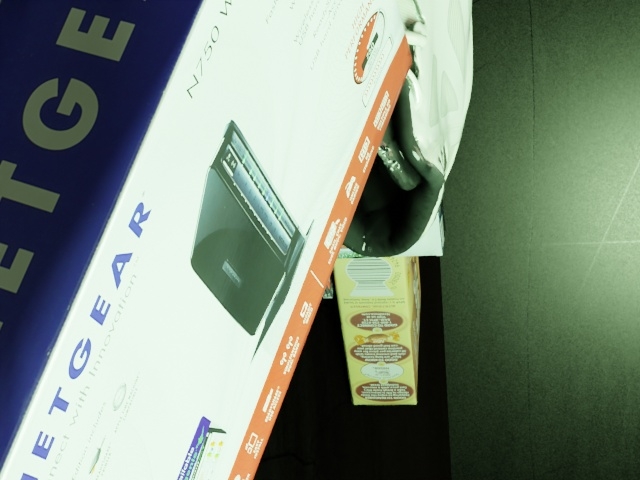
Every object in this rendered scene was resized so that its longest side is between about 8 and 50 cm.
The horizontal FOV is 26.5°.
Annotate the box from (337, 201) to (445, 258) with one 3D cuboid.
[{"bbox_3d":[0.024,-0.092,1.231,0.044,0.159,0.233,-73,158,-57],"label":"box"}]

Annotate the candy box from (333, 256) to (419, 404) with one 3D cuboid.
[{"bbox_3d":[0.070,0.034,1.612,0.316,0.087,0.183,82,10,-49],"label":"candy box"}]

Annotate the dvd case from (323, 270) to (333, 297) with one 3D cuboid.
[{"bbox_3d":[0.000,0.000,1.486,0.119,0.013,0.087,71,20,-62],"label":"dvd case"}]

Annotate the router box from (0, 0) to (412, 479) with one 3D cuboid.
[{"bbox_3d":[-0.067,-0.011,0.632,0.301,0.082,0.335,59,51,-69],"label":"router box"}]

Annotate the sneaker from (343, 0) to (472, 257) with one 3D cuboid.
[{"bbox_3d":[0.047,-0.185,0.908,0.257,0.169,0.447,-84,170,-55],"label":"sneaker"}]
